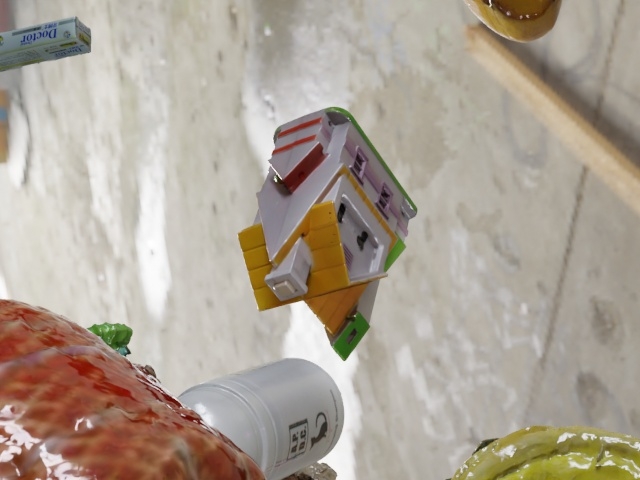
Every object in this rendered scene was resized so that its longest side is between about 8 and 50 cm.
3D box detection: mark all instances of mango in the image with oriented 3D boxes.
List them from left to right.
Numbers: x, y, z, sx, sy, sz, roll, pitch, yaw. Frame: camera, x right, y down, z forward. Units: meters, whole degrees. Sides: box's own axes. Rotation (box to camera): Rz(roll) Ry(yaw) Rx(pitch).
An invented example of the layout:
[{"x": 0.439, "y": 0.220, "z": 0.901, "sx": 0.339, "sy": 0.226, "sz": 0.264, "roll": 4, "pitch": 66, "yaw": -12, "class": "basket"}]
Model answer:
[{"x": 0.262, "y": -0.373, "z": 1.730, "sx": 0.153, "sy": 0.126, "sz": 0.252, "roll": 4, "pitch": 149, "yaw": 30, "class": "mango"}]

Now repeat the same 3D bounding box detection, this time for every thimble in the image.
[{"x": -0.211, "y": 0.213, "z": 0.809, "sx": 0.230, "sy": 0.350, "sz": 0.350, "roll": 34, "pitch": 134, "yaw": 29, "class": "thimble"}]

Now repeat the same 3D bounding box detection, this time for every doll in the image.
[{"x": -0.246, "y": 0.117, "z": 1.211, "sx": 0.190, "sy": 0.115, "sz": 0.050, "roll": -35, "pitch": 67, "yaw": 57, "class": "doll"}]

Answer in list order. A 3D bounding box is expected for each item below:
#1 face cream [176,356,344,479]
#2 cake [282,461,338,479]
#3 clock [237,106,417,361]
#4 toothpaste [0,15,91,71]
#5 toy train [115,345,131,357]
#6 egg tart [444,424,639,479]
[{"x": -0.109, "y": 0.232, "z": 1.432, "sx": 0.145, "sy": 0.369, "sz": 0.145, "roll": 2, "pitch": 95, "yaw": 24, "class": "face cream"}, {"x": -0.055, "y": 0.406, "z": 1.976, "sx": 0.147, "sy": 0.135, "sz": 0.134, "roll": -62, "pitch": -2, "yaw": -9, "class": "cake"}, {"x": 0.001, "y": 0.000, "z": 1.766, "sx": 0.235, "sy": 0.166, "sz": 0.310, "roll": 52, "pitch": -145, "yaw": -31, "class": "clock"}, {"x": -0.381, "y": -0.253, "z": 1.612, "sx": 0.046, "sy": 0.164, "sz": 0.034, "roll": 39, "pitch": -135, "yaw": -66, "class": "toothpaste"}, {"x": -0.318, "y": 0.227, "z": 1.662, "sx": 0.163, "sy": 0.112, "sz": 0.203, "roll": -59, "pitch": 44, "yaw": 16, "class": "toy train"}, {"x": 0.275, "y": 0.359, "z": 1.354, "sx": 0.345, "sy": 0.345, "sz": 0.132, "roll": -123, "pitch": 25, "yaw": -43, "class": "egg tart"}]
